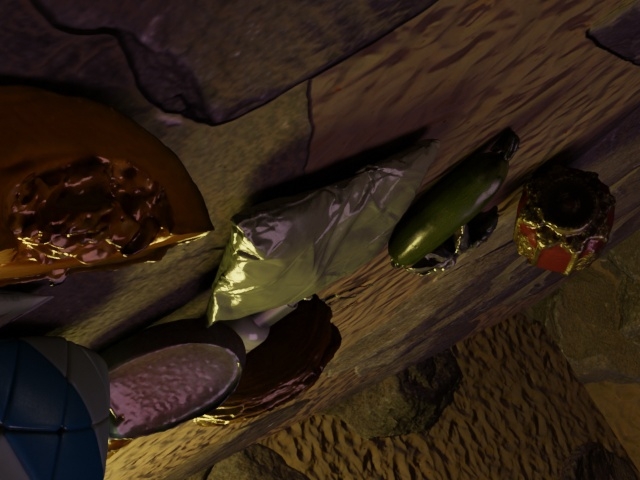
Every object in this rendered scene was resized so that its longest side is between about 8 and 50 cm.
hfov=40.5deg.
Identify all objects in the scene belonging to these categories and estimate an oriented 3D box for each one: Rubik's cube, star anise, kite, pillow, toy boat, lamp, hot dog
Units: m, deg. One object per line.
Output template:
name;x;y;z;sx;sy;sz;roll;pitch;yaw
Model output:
Rubik's cube;-0.294;0.217;0.933;0.254;0.254;0.254;-28;164;-8
star anise;0.231;0.008;1.525;0.204;0.061;0.180;-33;164;13
kite;-0.031;0.132;1.533;0.285;0.015;0.152;-17;163;-31
pillow;-0.001;0.001;1.056;0.280;0.076;0.274;-23;161;-26
toy boat;-0.211;0.173;1.162;0.227;0.085;0.155;-21;125;-3
lamp;0.433;-0.034;1.554;0.177;0.177;0.274;-31;163;1
hot dog;-0.085;0.205;1.367;0.272;0.122;0.196;-40;178;-19

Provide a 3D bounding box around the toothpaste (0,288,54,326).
toothpaste;-0.323;0.056;0.692;0.314;0.058;0.056;29;76;-76

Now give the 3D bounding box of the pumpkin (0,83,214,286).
pumpkin;-0.215;-0.023;0.581;0.163;0.111;0.278;-21;173;33

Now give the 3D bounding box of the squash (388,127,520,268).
squash;0.176;-0.041;1.265;0.318;0.071;0.080;-49;-162;42

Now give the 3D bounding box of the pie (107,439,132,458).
pie;-0.359;0.287;1.276;0.308;0.085;0.308;-29;165;-8

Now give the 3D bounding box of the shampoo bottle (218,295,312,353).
shampoo bottle;-0.099;0.110;1.226;0.192;0.074;0.074;-38;163;21
